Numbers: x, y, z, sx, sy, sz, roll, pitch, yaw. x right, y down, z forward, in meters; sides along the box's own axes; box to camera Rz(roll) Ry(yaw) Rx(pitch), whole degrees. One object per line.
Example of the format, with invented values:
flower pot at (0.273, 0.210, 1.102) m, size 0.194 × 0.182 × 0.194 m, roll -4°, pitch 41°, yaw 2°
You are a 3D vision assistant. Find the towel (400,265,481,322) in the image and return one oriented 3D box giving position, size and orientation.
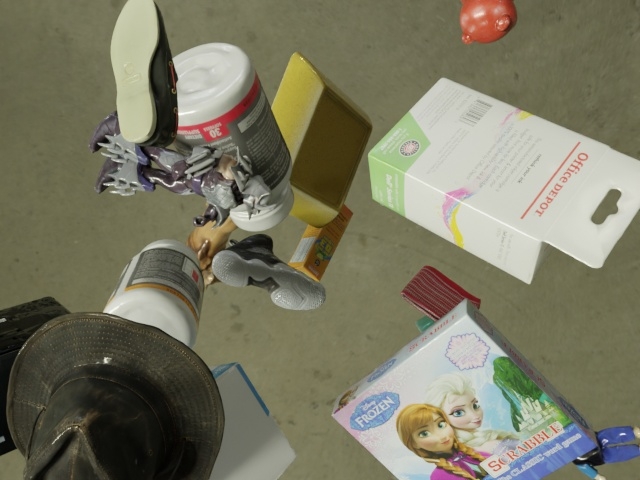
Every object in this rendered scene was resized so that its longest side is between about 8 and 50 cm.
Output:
towel at (0.330, 0.156, 1.642) m, size 0.199 × 0.275 × 0.031 m, roll 35°, pitch 113°, yaw 11°

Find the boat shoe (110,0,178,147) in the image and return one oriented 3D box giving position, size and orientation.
boat shoe at (-0.150, -0.146, 0.532) m, size 0.049 × 0.042 × 0.132 m, roll -6°, pitch 84°, yaw 24°

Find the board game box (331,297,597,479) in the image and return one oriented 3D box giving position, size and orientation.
board game box at (0.241, 0.312, 1.066) m, size 0.318 × 0.066 × 0.319 m, roll 44°, pitch 113°, yaw -5°

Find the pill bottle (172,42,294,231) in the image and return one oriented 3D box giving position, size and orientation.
pill bottle at (-0.151, -0.162, 1.065) m, size 0.177 × 0.318 × 0.176 m, roll -9°, pitch 51°, yaw 12°

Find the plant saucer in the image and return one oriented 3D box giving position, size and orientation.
plant saucer at (0.000, -0.213, 1.435) m, size 0.081 × 0.333 × 0.332 m, roll 18°, pitch 85°, yaw 35°

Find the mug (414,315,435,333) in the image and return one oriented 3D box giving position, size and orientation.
mug at (0.334, 0.255, 1.687) m, size 0.097 × 0.158 × 0.129 m, roll -31°, pitch 84°, yaw 4°

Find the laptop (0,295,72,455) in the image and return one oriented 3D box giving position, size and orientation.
laptop at (-0.544, 0.232, 1.107) m, size 0.264 × 0.234 × 0.136 m, roll 21°, pitch 118°, yaw 43°

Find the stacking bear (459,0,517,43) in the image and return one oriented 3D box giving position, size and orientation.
stacking bear at (0.349, -0.540, 1.264) m, size 0.176 × 0.164 × 0.288 m, roll -8°, pitch 68°, yaw 39°

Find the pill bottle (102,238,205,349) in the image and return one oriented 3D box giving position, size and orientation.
pill bottle at (-0.296, 0.107, 1.126) m, size 0.162 × 0.278 × 0.162 m, roll -2°, pitch 111°, yaw -5°

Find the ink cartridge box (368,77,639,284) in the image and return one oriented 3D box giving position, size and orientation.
ink cartridge box at (0.273, -0.081, 0.906) m, size 0.354 × 0.119 × 0.207 m, roll 32°, pitch 65°, yaw 26°

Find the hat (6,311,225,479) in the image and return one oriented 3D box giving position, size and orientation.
hat at (-0.287, 0.260, 0.771) m, size 0.332 × 0.134 × 0.331 m, roll 3°, pitch 109°, yaw 9°

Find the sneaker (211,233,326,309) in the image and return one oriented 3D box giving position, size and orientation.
sneaker at (-0.107, 0.062, 1.428) m, size 0.269 × 0.153 × 0.101 m, roll 20°, pitch 119°, yaw -1°

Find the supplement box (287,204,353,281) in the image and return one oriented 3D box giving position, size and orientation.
supplement box at (0.000, 0.000, 1.643) m, size 0.080 × 0.233 × 0.078 m, roll -5°, pitch 141°, yaw 50°

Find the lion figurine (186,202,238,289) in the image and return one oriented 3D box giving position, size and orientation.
lion figurine at (-0.264, -0.042, 1.615) m, size 0.142 × 0.240 × 0.392 m, roll 22°, pitch 143°, yaw -6°

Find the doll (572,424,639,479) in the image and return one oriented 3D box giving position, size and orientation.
doll at (0.592, 0.453, 1.316) m, size 0.189 × 0.046 × 0.128 m, roll -15°, pitch 80°, yaw 14°

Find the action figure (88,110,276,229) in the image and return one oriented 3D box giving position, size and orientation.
action figure at (-0.196, -0.091, 0.908) m, size 0.285 × 0.099 × 0.185 m, roll 18°, pitch 147°, yaw 11°

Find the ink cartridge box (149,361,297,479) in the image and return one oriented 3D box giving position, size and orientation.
ink cartridge box at (-0.224, 0.349, 1.045) m, size 0.270 × 0.197 × 0.198 m, roll -19°, pitch 104°, yaw 51°
